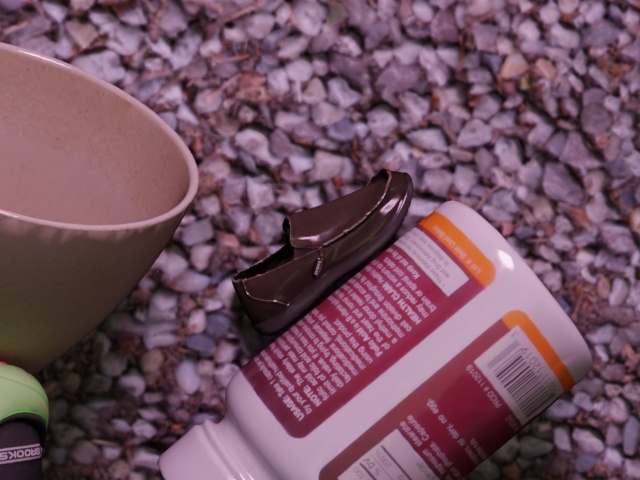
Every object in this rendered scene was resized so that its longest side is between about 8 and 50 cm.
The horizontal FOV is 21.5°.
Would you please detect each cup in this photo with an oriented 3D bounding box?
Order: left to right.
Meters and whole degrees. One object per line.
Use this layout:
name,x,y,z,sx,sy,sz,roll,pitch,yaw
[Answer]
cup,-0.301,-0.005,1.510,0.331,0.331,0.237,15,116,-15

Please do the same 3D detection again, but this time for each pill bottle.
pill bottle,0.050,0.163,1.646,0.392,0.224,0.224,-39,107,-2

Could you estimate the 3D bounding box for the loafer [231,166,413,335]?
loafer,0.000,0.000,1.675,0.220,0.080,0.078,-44,107,-1

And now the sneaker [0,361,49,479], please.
sneaker,-0.336,0.306,1.528,0.185,0.202,0.482,3,139,-3
